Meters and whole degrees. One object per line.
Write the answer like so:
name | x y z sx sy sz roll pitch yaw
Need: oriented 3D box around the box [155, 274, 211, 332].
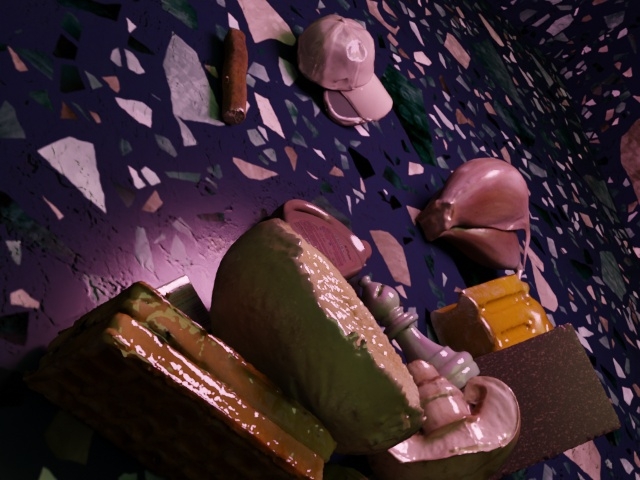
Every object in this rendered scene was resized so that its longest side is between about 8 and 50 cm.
box | -0.210 0.109 0.941 0.089 0.043 0.125 59 34 3

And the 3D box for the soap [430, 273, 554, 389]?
soap | 0.393 0.218 1.505 0.281 0.143 0.259 -5 64 -53

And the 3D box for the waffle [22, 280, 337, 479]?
waffle | -0.154 0.192 0.793 0.308 0.213 0.091 44 45 -21

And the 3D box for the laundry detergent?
laundry detergent | 0.000 0.000 1.260 0.237 0.076 0.171 -17 76 -55

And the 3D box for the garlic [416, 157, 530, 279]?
garlic | 0.422 -0.056 1.692 0.340 0.231 0.245 36 36 -18

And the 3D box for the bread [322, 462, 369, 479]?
bread | -0.018 0.384 0.867 0.152 0.130 0.268 27 32 13

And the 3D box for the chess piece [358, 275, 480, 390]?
chess piece | 0.159 0.174 1.288 0.271 0.139 0.139 53 33 13

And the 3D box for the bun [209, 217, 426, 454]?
bun | -0.023 0.154 0.961 0.364 0.202 0.364 52 3 -4

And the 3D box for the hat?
hat | 0.071 -0.394 1.606 0.275 0.161 0.232 42 41 -26

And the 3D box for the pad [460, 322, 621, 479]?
pad | 0.382 0.311 1.331 0.004 0.330 0.220 99 -28 -72

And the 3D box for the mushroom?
mushroom | 0.184 0.318 1.129 0.254 0.189 0.195 -9 39 -19

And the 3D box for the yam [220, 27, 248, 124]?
yam | -0.166 -0.318 1.343 0.057 0.057 0.241 27 45 -36
